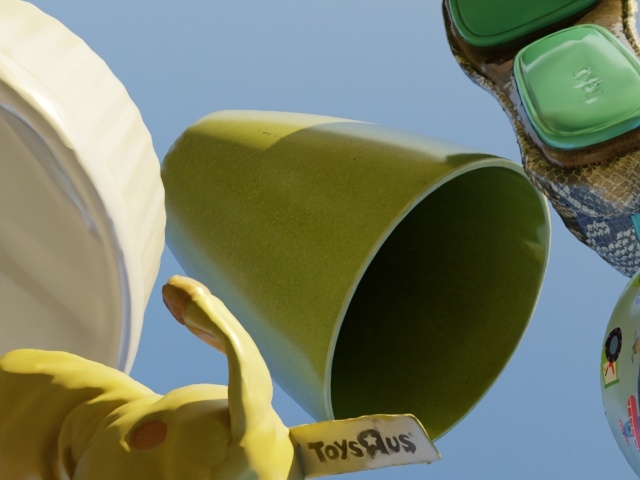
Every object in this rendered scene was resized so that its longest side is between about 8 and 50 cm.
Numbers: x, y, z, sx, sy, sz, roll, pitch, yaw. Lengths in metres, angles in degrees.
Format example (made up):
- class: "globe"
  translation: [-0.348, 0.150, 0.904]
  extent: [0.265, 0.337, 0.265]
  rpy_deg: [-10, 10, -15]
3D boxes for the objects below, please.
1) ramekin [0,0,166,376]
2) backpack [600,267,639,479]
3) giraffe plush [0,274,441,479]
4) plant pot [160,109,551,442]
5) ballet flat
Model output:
- class: "ramekin"
  translation: [-0.203, -0.010, 0.967]
  extent: [0.273, 0.273, 0.127]
  rpy_deg: [-14, -158, 23]
- class: "backpack"
  translation: [0.170, 0.038, 0.564]
  extent: [0.173, 0.117, 0.158]
  rpy_deg: [-36, -96, 13]
- class: "giraffe plush"
  translation: [-0.076, 0.134, 0.621]
  extent: [0.170, 0.181, 0.210]
  rpy_deg: [-44, -175, -41]
- class: "plant pot"
  translation: [0.000, 0.000, 1.637]
  extent: [0.293, 0.275, 0.275]
  rpy_deg: [30, -105, 36]
- class: "ballet flat"
  translation: [0.201, -0.128, 1.521]
  extent: [0.164, 0.182, 0.483]
  rpy_deg: [-20, -146, 7]
